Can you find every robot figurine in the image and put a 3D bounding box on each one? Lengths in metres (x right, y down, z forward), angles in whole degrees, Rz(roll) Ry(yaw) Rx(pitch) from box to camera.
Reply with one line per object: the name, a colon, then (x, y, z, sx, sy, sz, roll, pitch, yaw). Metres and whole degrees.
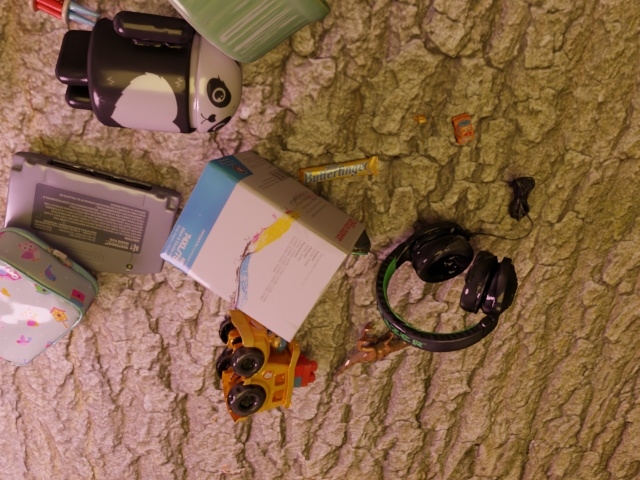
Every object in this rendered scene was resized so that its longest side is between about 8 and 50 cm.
robot figurine: (-0.266, -0.260, 0.877, 0.279, 0.209, 0.173, 3, 103, -9)

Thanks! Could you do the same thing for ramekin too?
ramekin: (-0.135, -0.401, 0.763, 0.148, 0.303, 0.303, -35, 116, 17)

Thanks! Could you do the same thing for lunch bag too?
lunch bag: (-0.574, 0.104, 1.028, 0.279, 0.107, 0.224, -35, 115, 27)

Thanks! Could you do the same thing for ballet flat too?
ballet flat: (0.000, 0.000, 1.107, 0.203, 0.074, 0.074, -3, 117, 1)

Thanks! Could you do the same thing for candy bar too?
candy bar: (0.034, -0.135, 1.067, 0.162, 0.018, 0.040, -9, 117, -4)

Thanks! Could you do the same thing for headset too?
headset: (0.283, 0.037, 1.070, 0.394, 0.243, 0.185, -39, 147, -19)

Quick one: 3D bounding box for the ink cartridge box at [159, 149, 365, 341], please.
ink cartridge box: (-0.092, 0.000, 0.969, 0.270, 0.198, 0.197, 33, 109, 3)

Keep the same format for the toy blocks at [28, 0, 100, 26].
toy blocks: (-0.414, -0.404, 0.843, 0.148, 0.054, 0.123, 17, 129, -15)

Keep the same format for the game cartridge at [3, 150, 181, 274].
game cartridge: (-0.433, -0.038, 1.035, 0.295, 0.060, 0.195, 15, 110, -14)

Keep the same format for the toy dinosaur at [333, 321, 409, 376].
toy dinosaur: (0.111, 0.255, 1.245, 0.212, 0.064, 0.112, -22, 118, 4)

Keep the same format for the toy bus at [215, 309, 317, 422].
toy bus: (-0.109, 0.262, 1.185, 0.212, 0.149, 0.220, -3, 115, -21)

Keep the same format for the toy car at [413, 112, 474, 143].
toy car: (0.240, -0.210, 1.043, 0.122, 0.040, 0.060, -3, 117, -6)
